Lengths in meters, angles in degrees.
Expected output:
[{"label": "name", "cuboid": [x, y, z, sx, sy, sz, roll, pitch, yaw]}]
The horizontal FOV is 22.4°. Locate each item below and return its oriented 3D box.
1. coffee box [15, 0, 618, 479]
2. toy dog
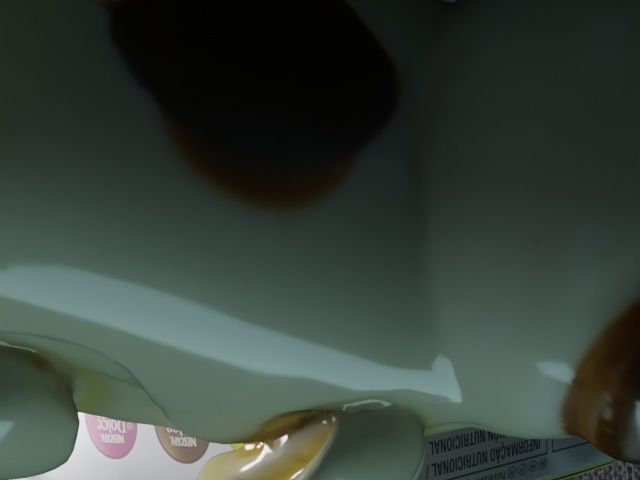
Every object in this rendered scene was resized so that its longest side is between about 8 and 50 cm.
[{"label": "coffee box", "cuboid": [0.000, 0.000, 1.100, 0.337, 0.334, 0.338, -3, -179, 43]}, {"label": "toy dog", "cuboid": [0.000, -0.037, 0.670, 0.407, 0.285, 0.395, 5, 143, -1]}]
